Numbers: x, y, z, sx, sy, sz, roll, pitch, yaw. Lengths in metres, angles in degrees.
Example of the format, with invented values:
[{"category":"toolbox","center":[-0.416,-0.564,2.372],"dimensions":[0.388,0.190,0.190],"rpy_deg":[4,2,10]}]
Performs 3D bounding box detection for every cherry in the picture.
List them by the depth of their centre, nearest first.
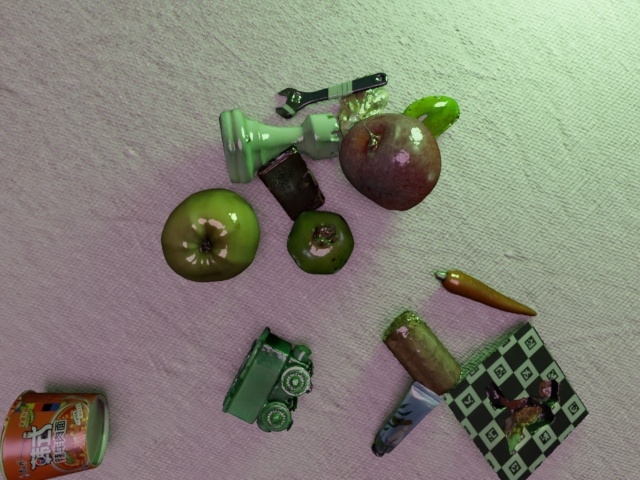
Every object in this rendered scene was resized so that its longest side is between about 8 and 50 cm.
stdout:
[{"category":"cherry","center":[0.187,-0.195,1.161],"dimensions":[0.221,0.261,0.307],"rpy_deg":[-55,136,-18]}]

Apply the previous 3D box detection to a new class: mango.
[{"category":"mango","center":[0.295,-0.332,1.231],"dimensions":[0.179,0.100,0.119],"rpy_deg":[-26,134,-5]}]

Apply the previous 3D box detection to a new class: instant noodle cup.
[{"category":"instant noodle cup","center":[-0.707,0.525,1.232],"dimensions":[0.193,0.250,0.249],"rpy_deg":[-4,95,-9]}]

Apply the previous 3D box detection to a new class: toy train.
[{"category":"toy train","center":[-0.134,0.399,1.265],"dimensions":[0.202,0.145,0.265],"rpy_deg":[28,94,0]}]

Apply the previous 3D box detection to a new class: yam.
[{"category":"yam","center":[0.279,0.316,1.271],"dimensions":[0.238,0.128,0.129],"rpy_deg":[49,63,-9]}]

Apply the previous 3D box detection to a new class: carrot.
[{"category":"carrot","center":[0.474,0.157,1.297],"dimensions":[0.336,0.069,0.069],"rpy_deg":[23,94,-9]}]

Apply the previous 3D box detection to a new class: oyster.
[{"category":"oyster","center":[0.110,-0.365,1.239],"dimensions":[0.133,0.072,0.209],"rpy_deg":[43,91,-7]}]

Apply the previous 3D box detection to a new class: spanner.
[{"category":"spanner","center":[0.026,-0.407,1.228],"dimensions":[0.316,0.024,0.086],"rpy_deg":[-12,76,11]}]

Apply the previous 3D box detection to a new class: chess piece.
[{"category":"chess piece","center":[-0.107,-0.263,1.200],"dimensions":[0.300,0.194,0.194],"rpy_deg":[-9,95,-9]}]

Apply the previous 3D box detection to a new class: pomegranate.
[{"category":"pomegranate","center":[0.002,0.001,1.192],"dimensions":[0.187,0.225,0.186],"rpy_deg":[0,80,-3]}]

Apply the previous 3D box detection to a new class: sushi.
[{"category":"sushi","center":[0.554,0.467,1.299],"dimensions":[0.343,0.064,0.359],"rpy_deg":[-37,99,-13]}]

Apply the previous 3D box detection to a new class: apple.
[{"category":"apple","center":[-0.285,-0.006,1.188],"dimensions":[0.263,0.262,0.261],"rpy_deg":[0,95,-1]}]

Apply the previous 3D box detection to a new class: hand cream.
[{"category":"hand cream","center":[0.232,0.517,1.287],"dimensions":[0.091,0.058,0.271],"rpy_deg":[34,112,4]}]

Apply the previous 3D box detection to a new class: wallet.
[{"category":"wallet","center":[-0.069,-0.142,1.197],"dimensions":[0.122,0.232,0.031],"rpy_deg":[-33,52,2]}]
